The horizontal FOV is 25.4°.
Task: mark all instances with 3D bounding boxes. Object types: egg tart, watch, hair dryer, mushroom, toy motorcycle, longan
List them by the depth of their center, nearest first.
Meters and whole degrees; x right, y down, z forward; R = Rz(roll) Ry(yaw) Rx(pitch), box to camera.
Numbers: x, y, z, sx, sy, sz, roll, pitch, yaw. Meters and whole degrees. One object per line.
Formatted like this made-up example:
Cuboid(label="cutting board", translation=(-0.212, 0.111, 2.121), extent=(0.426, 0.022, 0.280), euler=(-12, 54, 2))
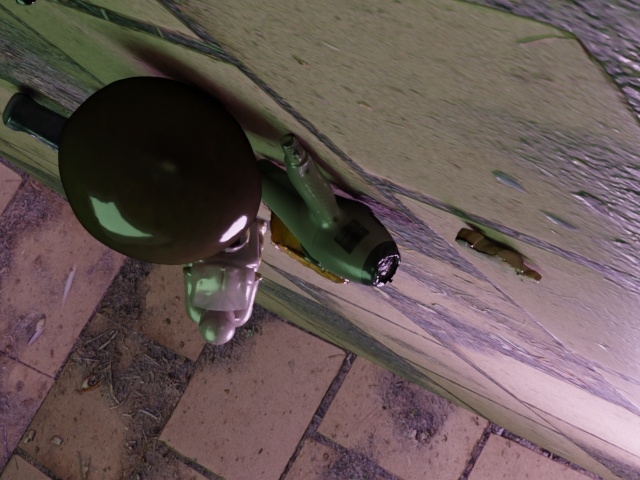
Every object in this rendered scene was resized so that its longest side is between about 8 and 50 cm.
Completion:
Cuboid(label="mushroom", translation=(0.174, 0.015, 1.386), extent=(0.101, 0.019, 0.049), euler=(30, 174, -23))
Cuboid(label="longan", translation=(-0.169, -0.072, 1.467), extent=(0.220, 0.196, 0.196), euler=(25, 176, -29))
Cuboid(label="hair dryer", translation=(-0.029, -0.056, 1.554), extent=(0.219, 0.088, 0.225), euler=(27, 160, 54))
Cuboid(label="egg tart", translation=(0.000, 0.000, 1.783), extent=(0.191, 0.074, 0.191), euler=(30, 175, 3))
Cuboid(label="toy motorcycle", translation=(-0.123, 0.020, 1.812), extent=(0.107, 0.223, 0.340), euler=(4, 179, -5))
Cuboid(label="watch", translation=(-0.420, -0.172, 2.296), extent=(0.193, 0.068, 0.206), euler=(28, 177, -15))

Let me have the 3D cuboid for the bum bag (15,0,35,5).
Cuboid(label="bum bag", translation=(-0.335, -0.276, 1.149), extent=(0.326, 0.080, 0.142), euler=(30, 170, 4))
